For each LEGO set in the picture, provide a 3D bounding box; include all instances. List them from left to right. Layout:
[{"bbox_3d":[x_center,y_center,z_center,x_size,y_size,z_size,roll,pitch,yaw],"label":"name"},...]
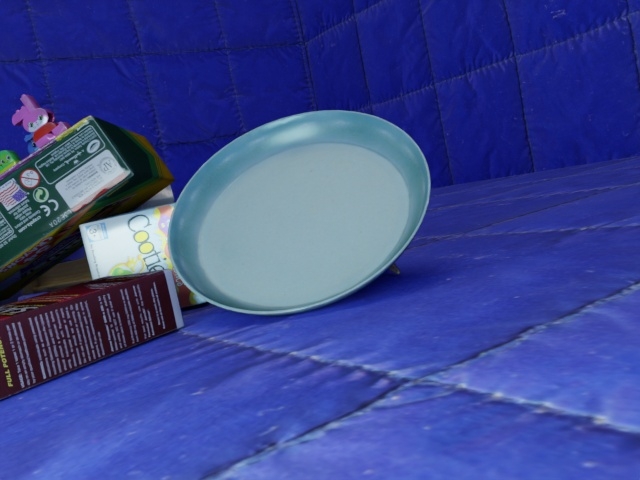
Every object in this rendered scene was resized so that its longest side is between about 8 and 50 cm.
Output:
[{"bbox_3d":[-0.446,-0.125,0.899,0.227,0.093,0.087,-34,4,7],"label":"LEGO set"}]

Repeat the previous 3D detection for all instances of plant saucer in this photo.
[{"bbox_3d":[-0.026,-0.036,0.772,0.318,0.043,0.317,-10,48,11],"label":"plant saucer"}]

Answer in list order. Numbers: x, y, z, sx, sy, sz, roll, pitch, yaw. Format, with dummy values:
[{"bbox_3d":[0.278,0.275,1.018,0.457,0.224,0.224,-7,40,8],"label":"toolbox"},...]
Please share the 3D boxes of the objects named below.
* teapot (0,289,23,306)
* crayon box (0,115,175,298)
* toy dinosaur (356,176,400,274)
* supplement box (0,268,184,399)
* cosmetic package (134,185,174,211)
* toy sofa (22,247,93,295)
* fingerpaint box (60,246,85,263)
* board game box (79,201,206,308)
[{"bbox_3d":[-0.793,0.077,1.417,0.253,0.186,0.256,-8,4,28],"label":"teapot"},{"bbox_3d":[-0.417,-0.028,0.975,0.363,0.106,0.313,-35,4,0],"label":"crayon box"},{"bbox_3d":[0.000,0.000,0.910,0.296,0.127,0.200,10,-24,28],"label":"toy dinosaur"},{"bbox_3d":[-0.276,0.093,0.669,0.130,0.073,0.239,-8,7,35],"label":"supplement box"},{"bbox_3d":[-0.336,-0.020,1.257,0.099,0.060,0.239,-11,-34,-20],"label":"cosmetic package"},{"bbox_3d":[-0.549,0.034,1.575,0.363,0.150,0.177,-9,0,25],"label":"toy sofa"},{"bbox_3d":[-0.741,-0.037,1.223,0.445,0.163,0.371,-16,26,-42],"label":"fingerpaint box"},{"bbox_3d":[-0.243,0.022,0.990,0.142,0.144,0.275,-13,4,-4],"label":"board game box"}]
